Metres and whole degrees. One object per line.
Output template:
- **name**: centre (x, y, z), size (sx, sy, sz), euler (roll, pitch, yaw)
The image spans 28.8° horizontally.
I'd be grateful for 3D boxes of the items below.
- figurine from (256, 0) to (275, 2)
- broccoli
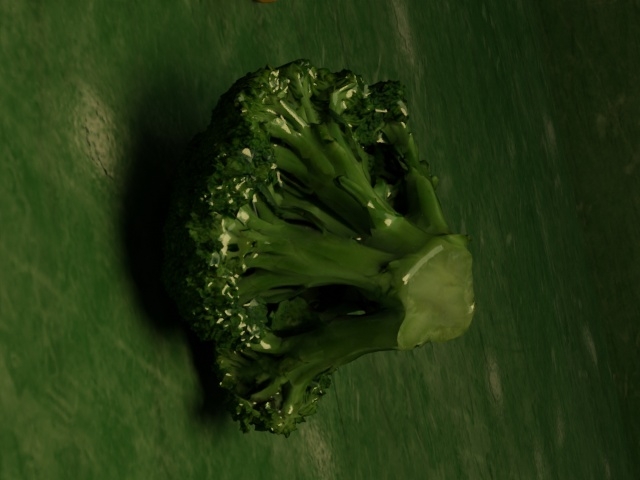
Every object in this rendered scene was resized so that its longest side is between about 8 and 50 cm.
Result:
- **figurine**: centre (-0.060, -0.291, 1.049), size (0.240, 0.115, 0.175), euler (47, 39, -60)
- **broccoli**: centre (0.000, 0.000, 0.917), size (0.269, 0.241, 0.262), euler (-17, 116, -39)
